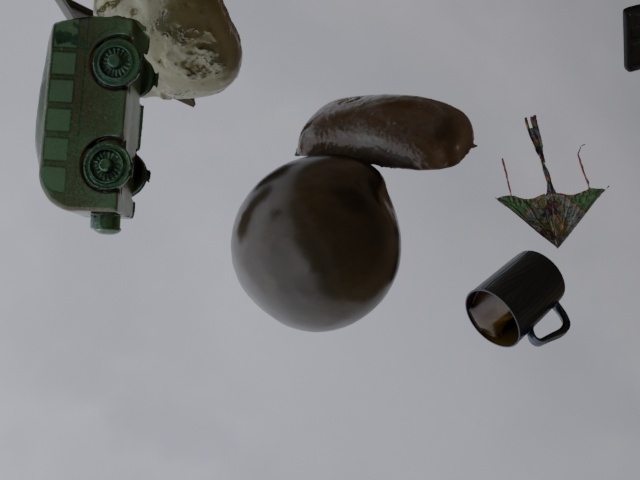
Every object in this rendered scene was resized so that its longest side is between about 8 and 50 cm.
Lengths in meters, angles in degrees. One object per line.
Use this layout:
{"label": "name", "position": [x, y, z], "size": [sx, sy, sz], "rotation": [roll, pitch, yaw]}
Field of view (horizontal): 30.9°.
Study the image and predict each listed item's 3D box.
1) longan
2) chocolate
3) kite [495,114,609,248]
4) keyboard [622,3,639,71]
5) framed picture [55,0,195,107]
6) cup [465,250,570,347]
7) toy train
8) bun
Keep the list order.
{"label": "longan", "position": [0.000, 0.000, 1.629], "size": [0.258, 0.258, 0.258], "rotation": [45, -151, -34]}
{"label": "chocolate", "position": [0.098, -0.174, 1.725], "size": [0.161, 0.261, 0.083], "rotation": [-53, -35, -56]}
{"label": "kite", "position": [0.400, -0.101, 2.019], "size": [0.006, 0.198, 0.244], "rotation": [-51, -50, -67]}
{"label": "keyboard", "position": [0.582, -0.304, 1.514], "size": [0.041, 0.381, 0.103], "rotation": [-96, -5, -54]}
{"label": "framed picture", "position": [-0.387, -0.378, 2.282], "size": [0.232, 0.024, 0.315], "rotation": [22, -162, -37]}
{"label": "cup", "position": [0.340, 0.110, 1.958], "size": [0.138, 0.113, 0.150], "rotation": [-36, -76, -31]}
{"label": "toy train", "position": [-0.330, -0.173, 1.704], "size": [0.129, 0.159, 0.326], "rotation": [29, -115, -82]}
{"label": "bun", "position": [-0.278, -0.394, 1.998], "size": [0.362, 0.234, 0.326], "rotation": [-147, 37, -77]}
